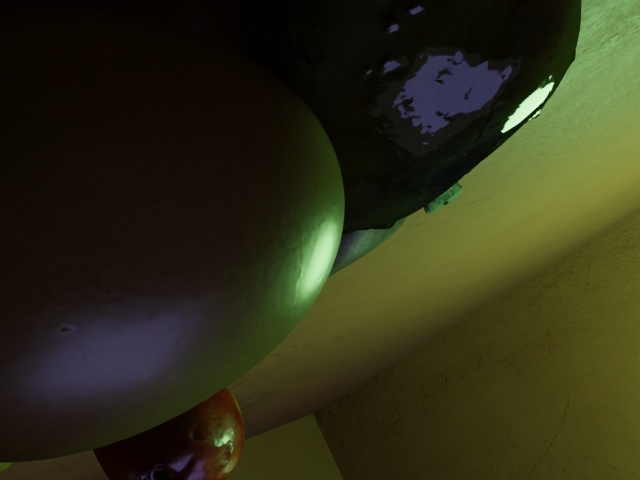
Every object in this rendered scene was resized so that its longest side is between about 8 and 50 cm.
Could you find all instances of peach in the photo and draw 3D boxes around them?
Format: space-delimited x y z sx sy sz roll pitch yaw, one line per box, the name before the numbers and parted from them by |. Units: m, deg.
peach | -0.260 0.323 1.389 0.281 0.281 0.238 4 104 -61

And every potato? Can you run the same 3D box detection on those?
potato | 0.049 -0.115 0.602 0.210 0.173 0.307 -19 160 -32

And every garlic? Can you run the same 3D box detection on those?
garlic | 0.006 -0.006 0.998 0.143 0.112 0.318 -42 176 -39

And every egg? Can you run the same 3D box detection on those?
egg | -0.142 -0.008 0.480 0.323 0.250 0.250 -14 162 -14

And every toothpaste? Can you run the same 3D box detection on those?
toothpaste | 0.163 -0.073 1.169 0.067 0.037 0.255 -35 167 9

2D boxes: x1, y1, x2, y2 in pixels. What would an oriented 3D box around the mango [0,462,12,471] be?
mango | -0.435 0.222 1.009 0.195 0.137 0.098 -10 180 33
